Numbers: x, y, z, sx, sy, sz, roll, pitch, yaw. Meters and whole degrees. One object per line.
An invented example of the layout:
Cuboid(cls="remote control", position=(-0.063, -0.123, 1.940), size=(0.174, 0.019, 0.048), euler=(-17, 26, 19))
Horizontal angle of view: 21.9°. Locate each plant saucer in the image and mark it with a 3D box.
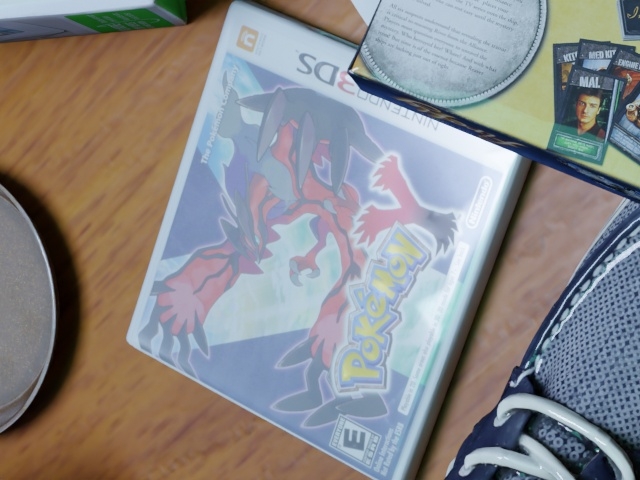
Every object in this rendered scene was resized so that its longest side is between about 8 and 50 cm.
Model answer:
Cuboid(cls="plant saucer", position=(-0.215, 0.036, 0.980), size=(0.168, 0.029, 0.169), euler=(2, 95, 29))

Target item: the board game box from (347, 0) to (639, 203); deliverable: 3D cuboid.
Cuboid(cls="board game box", position=(0.156, -0.096, 0.689), size=(0.243, 0.042, 0.165), euler=(24, 88, 11))

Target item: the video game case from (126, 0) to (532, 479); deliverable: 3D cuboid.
Cuboid(cls="video game case", position=(0.000, 0.000, 0.857), size=(0.183, 0.023, 0.201), euler=(26, 107, 26))

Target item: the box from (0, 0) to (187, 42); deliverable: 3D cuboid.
Cuboid(cls="box", position=(-0.199, -0.233, 0.849), size=(0.231, 0.127, 0.262), euler=(-4, 92, 3))

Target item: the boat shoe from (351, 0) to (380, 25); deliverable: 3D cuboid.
Cuboid(cls="boat shoe", position=(0.046, -0.232, 0.769), size=(0.102, 0.108, 0.301), euler=(-15, 80, 31))

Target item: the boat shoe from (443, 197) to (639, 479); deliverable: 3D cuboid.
Cuboid(cls="boat shoe", position=(0.101, 0.122, 0.724), size=(0.127, 0.158, 0.341), euler=(27, 107, 34))
